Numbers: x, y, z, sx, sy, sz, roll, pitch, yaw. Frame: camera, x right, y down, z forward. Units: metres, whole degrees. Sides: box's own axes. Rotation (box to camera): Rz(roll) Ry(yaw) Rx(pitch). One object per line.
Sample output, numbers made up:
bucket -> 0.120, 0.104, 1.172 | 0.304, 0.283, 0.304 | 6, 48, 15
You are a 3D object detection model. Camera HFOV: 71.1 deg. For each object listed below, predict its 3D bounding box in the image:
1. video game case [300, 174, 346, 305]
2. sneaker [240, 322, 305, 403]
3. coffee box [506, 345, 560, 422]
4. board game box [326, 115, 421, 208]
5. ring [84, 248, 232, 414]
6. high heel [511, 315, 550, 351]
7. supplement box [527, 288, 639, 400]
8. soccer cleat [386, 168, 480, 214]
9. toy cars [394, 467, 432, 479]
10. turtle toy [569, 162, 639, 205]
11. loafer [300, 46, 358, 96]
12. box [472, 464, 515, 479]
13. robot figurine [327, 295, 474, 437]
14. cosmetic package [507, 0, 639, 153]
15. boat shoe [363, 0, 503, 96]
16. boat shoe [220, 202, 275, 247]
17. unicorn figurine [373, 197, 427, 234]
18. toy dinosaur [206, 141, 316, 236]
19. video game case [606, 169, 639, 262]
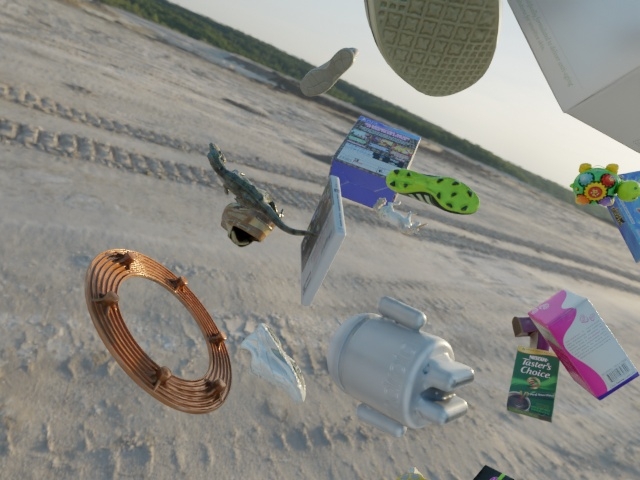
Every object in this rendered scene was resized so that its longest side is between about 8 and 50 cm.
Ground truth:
video game case -> 0.000, 0.000, 0.850 | 0.022, 0.190, 0.173 | 13, 39, -14
sneaker -> -0.130, 0.343, 1.196 | 0.232, 0.115, 0.090 | 55, 0, 12
coffee box -> 0.571, 0.378, 1.199 | 0.113, 0.184, 0.040 | 7, -37, 33
board game box -> 0.183, -0.264, 1.530 | 0.232, 0.141, 0.291 | 22, 48, 9
ring -> -0.262, 0.145, 0.789 | 0.336, 0.032, 0.336 | 51, 8, -10
high heel -> 0.855, 0.457, 1.681 | 0.181, 0.377, 0.127 | 0, -23, -7
supplement box -> 0.615, 0.240, 1.058 | 0.220, 0.111, 0.114 | 54, 5, -6
soccer cleat -> 0.210, -0.093, 0.838 | 0.179, 0.060, 0.072 | 22, 3, 20
toy cars -> 0.253, 0.786, 1.366 | 0.176, 0.393, 0.087 | 19, 42, 2
turtle toy -> 0.595, -0.110, 0.940 | 0.130, 0.095, 0.066 | 7, 30, 31
loafer -> 0.018, -0.297, 0.794 | 0.045, 0.125, 0.039 | 55, 43, -12
box -> 0.277, 0.423, 0.728 | 0.083, 0.052, 0.062 | -34, 13, -26
robot figurine -> 0.157, 0.283, 1.012 | 0.353, 0.300, 0.200 | 13, 1, 44
cosmetic package -> 0.444, -0.254, 0.619 | 0.365, 0.155, 0.197 | 4, 64, -38
boat shoe -> 0.112, -0.406, 0.599 | 0.500, 0.187, 0.156 | 42, 39, -41
boat shoe -> -0.249, -0.045, 1.422 | 0.122, 0.120, 0.324 | 37, -21, -24
unicorn figurine -> 0.203, -0.055, 1.135 | 0.162, 0.060, 0.111 | 19, 28, 24
toy dinosaur -> -0.121, -0.075, 0.864 | 0.268, 0.064, 0.118 | 39, -11, 4
video game case -> 0.979, -0.085, 1.284 | 0.244, 0.061, 0.269 | -10, 62, 2
